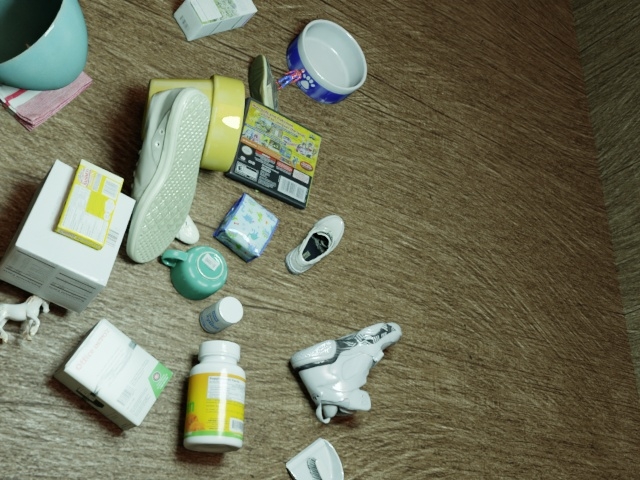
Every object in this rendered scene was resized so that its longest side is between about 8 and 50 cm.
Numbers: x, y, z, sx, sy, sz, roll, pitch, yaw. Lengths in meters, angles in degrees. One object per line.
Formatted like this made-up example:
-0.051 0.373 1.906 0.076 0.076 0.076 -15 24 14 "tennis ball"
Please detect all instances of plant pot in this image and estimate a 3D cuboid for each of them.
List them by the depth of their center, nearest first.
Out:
-0.660 -0.464 1.694 0.195 0.290 0.290 52 34 -59 "plant pot"
-0.346 -0.323 1.929 0.239 0.254 0.254 8 64 -17 "plant pot"

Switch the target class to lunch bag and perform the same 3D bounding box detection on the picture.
-0.198 -0.038 1.992 0.129 0.096 0.151 39 60 -17 "lunch bag"

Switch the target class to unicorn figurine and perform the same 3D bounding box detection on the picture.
-0.645 0.163 1.571 0.162 0.060 0.111 8 59 -32 "unicorn figurine"

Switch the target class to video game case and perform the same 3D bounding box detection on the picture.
-0.132 -0.254 2.144 0.275 0.035 0.248 24 68 -32 "video game case"

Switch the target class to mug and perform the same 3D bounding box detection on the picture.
-0.313 0.079 1.845 0.158 0.097 0.129 -2 71 -39 "mug"

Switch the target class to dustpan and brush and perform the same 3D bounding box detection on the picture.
0.022 0.631 1.873 0.147 0.060 0.211 -26 87 -42 "dustpan and brush"

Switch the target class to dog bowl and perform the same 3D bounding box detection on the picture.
0.021 -0.592 2.416 0.265 0.104 0.265 17 60 -31 "dog bowl"

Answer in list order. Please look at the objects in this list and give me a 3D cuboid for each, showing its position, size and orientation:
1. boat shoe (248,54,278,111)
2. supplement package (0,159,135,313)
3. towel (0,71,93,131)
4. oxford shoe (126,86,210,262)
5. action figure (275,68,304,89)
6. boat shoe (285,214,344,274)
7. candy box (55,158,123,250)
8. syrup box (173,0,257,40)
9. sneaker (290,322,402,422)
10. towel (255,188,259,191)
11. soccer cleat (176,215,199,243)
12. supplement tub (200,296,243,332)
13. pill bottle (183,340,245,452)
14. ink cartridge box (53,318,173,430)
-0.168 -0.458 2.229 0.073 0.080 0.223 8 70 -41 "boat shoe"
-0.565 -0.008 1.628 0.204 0.145 0.262 30 43 -24 "supplement package"
-0.756 -0.452 1.791 0.329 0.037 0.237 44 49 -13 "towel"
-0.391 -0.164 1.777 0.169 0.130 0.449 -6 116 -63 "oxford shoe"
-0.099 -0.512 2.301 0.115 0.030 0.038 -32 86 -13 "action figure"
0.000 0.000 2.133 0.267 0.088 0.096 -38 95 -42 "boat shoe"
-0.507 -0.081 1.604 0.105 0.027 0.206 25 44 -24 "candy box"
-0.316 -0.691 2.205 0.237 0.096 0.093 -32 93 -43 "syrup box"
0.099 0.363 2.015 0.366 0.137 0.210 -13 78 -36 "sneaker"
-0.172 -0.178 2.136 0.083 0.009 0.060 -29 89 -42 "towel"
-0.379 -0.075 1.880 0.196 0.076 0.068 53 48 -6 "soccer cleat"
-0.251 0.189 1.835 0.071 0.107 0.071 16 60 -31 "supplement tub"
-0.249 0.371 1.733 0.136 0.136 0.245 17 60 -31 "pill bottle"
-0.463 0.301 1.631 0.208 0.087 0.153 44 50 -15 "ink cartridge box"
